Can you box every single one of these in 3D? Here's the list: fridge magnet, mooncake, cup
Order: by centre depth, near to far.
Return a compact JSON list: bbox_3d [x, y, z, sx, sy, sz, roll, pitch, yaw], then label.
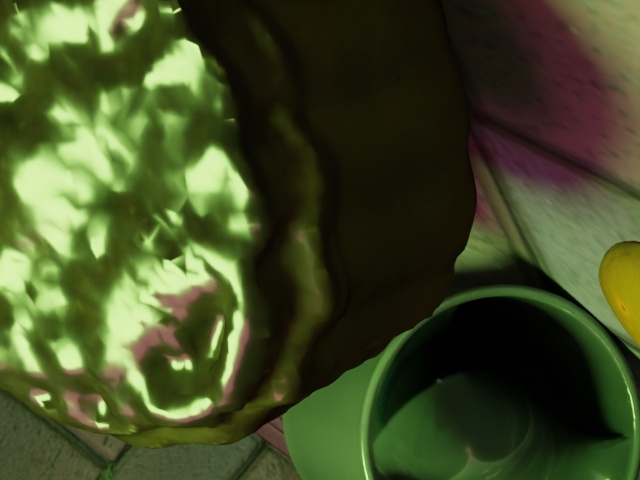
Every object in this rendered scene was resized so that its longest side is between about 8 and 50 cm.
[{"bbox_3d":[-0.091,-0.048,0.893,0.324,0.187,0.324,14,116,31],"label":"mooncake"},{"bbox_3d":[0.214,0.046,0.914,0.143,0.063,0.143,37,166,11],"label":"fridge magnet"},{"bbox_3d":[0.088,0.136,1.288,0.205,0.205,0.312,42,169,-10],"label":"cup"}]
